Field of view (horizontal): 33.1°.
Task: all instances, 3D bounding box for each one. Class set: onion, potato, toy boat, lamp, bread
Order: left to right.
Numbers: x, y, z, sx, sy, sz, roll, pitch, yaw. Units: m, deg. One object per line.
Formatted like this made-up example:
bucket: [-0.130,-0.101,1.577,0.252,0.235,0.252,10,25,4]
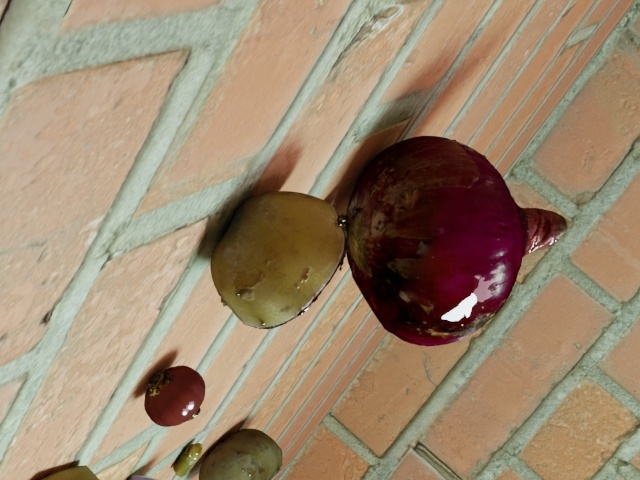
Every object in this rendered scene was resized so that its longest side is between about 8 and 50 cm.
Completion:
toy boat: [-0.382,0.372,1.555,0.077,0.057,0.200,-44,168,6]
lamp: [-0.221,0.236,1.630,0.101,0.090,0.101,-33,-156,16]
bread: [-0.275,0.451,2.218,0.088,0.033,0.049,-53,-178,32]
potato: [-0.184,0.525,2.492,0.165,0.165,0.262,-53,171,17]
potato: [-0.071,0.002,1.405,0.117,0.182,0.202,44,76,-35]
onion: [0.237,-0.004,1.796,0.385,0.348,0.348,-5,150,-17]

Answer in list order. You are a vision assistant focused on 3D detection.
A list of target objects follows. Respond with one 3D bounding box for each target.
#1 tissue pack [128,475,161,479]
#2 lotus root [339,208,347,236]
tissue pack: [-0.329,0.620,1.918,0.338,0.160,0.242,-97,-149,-56]
lotus root: [0.000,0.000,1.765,0.072,0.063,0.152,6,135,-43]
